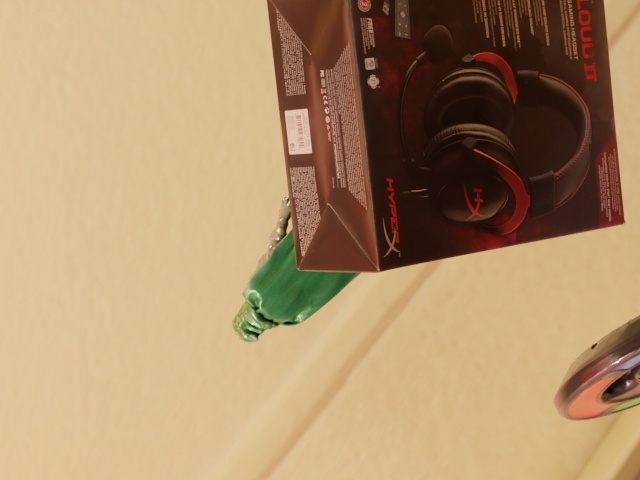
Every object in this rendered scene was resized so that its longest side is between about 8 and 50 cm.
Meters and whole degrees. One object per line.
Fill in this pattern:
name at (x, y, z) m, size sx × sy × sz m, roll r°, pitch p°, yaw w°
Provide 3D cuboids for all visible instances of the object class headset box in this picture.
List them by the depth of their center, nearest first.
headset box at (0.115, -0.102, 1.216) m, size 0.293 × 0.110 × 0.218 m, roll -9°, pitch -84°, yaw -36°

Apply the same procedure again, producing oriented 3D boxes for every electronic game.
electronic game at (0.299, 0.091, 1.276) m, size 0.229 × 0.229 × 0.048 m, roll -18°, pitch -111°, yaw -18°

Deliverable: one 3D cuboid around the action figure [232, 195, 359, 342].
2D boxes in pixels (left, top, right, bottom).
action figure at (0.000, 0.000, 1.395) m, size 0.232 × 0.063 × 0.137 m, roll -50°, pitch -51°, yaw 1°
